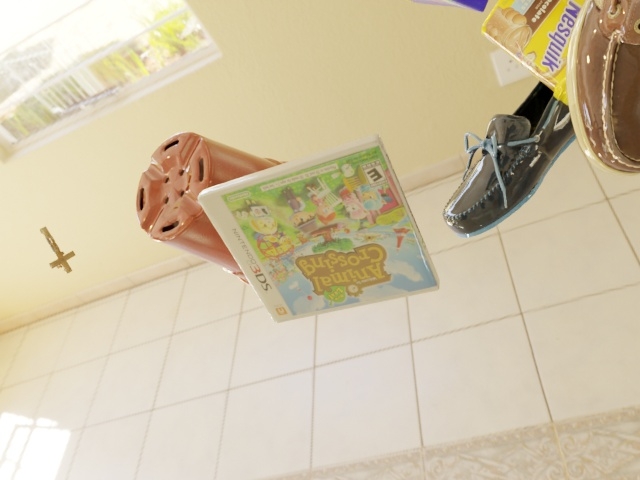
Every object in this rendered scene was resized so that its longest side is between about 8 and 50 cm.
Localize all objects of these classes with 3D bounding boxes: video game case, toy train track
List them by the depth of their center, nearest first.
[{"bbox_3d":[0.000,0.000,0.625,0.213,0.193,0.023,-15,31,23],"label":"video game case"},{"bbox_3d":[-0.431,0.017,0.922,0.014,0.083,0.048,-14,18,36],"label":"toy train track"}]

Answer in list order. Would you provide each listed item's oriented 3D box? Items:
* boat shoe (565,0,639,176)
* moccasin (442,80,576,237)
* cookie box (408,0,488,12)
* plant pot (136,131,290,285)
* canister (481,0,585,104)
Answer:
[{"bbox_3d":[0.329,-0.231,0.537,0.123,0.341,0.123,9,9,-2],"label":"boat shoe"},{"bbox_3d":[0.298,-0.156,0.896,0.342,0.117,0.138,-49,26,-13],"label":"moccasin"},{"bbox_3d":[0.026,-0.145,0.269,0.107,0.092,0.040,-105,33,-64],"label":"cookie box"},{"bbox_3d":[-0.183,-0.065,1.084,0.272,0.265,0.272,-12,70,35],"label":"plant pot"},{"bbox_3d":[0.327,-0.292,0.796,0.170,0.073,0.126,48,126,19],"label":"canister"}]
